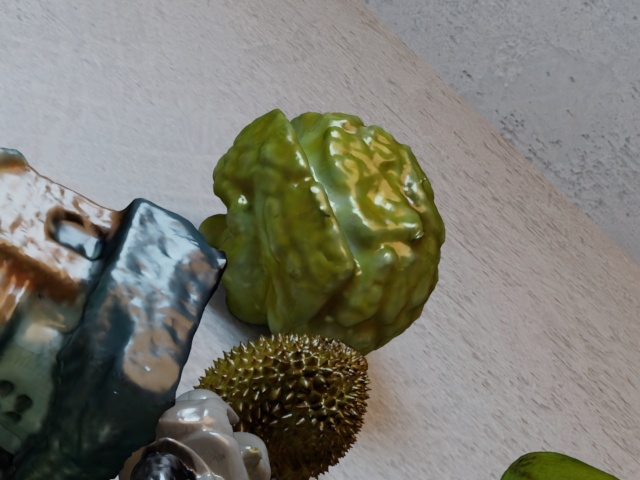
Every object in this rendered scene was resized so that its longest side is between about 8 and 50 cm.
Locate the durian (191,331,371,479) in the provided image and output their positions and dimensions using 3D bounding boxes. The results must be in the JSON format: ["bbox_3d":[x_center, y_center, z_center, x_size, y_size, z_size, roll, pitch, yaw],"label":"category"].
[{"bbox_3d":[-0.030,0.152,1.238,0.158,0.168,0.137,37,29,-61],"label":"durian"}]

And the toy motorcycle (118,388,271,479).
[{"bbox_3d":[-0.070,0.219,0.966,0.223,0.107,0.341,-103,174,-46],"label":"toy motorcycle"}]

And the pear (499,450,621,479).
[{"bbox_3d":[0.260,0.334,1.350,0.212,0.212,0.269,29,22,-35],"label":"pear"}]

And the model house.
[{"bbox_3d":[-0.250,0.051,0.886,0.291,0.253,0.184,34,41,-15],"label":"model house"}]

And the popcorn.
[{"bbox_3d":[0.005,0.001,1.453,0.282,0.247,0.282,26,38,-22],"label":"popcorn"}]
